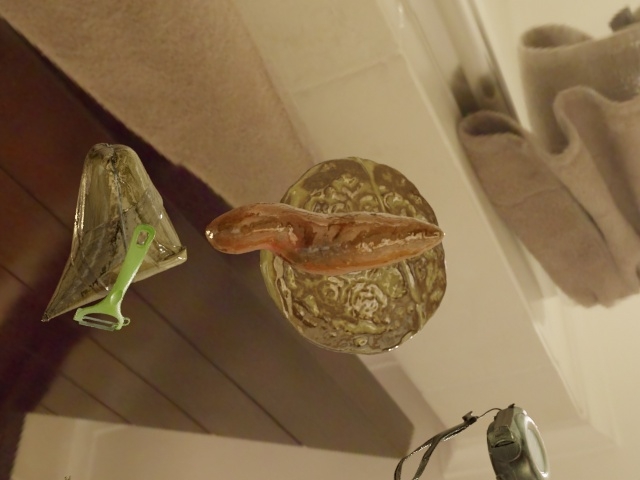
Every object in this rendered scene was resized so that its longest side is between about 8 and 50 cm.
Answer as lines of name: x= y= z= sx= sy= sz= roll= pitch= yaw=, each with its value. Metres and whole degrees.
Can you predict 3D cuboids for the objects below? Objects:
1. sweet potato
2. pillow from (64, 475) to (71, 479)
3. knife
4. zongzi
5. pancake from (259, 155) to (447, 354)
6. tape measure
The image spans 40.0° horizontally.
sweet potato: x=0.000 y=0.000 z=0.724 sx=0.202 sy=0.055 sz=0.058 roll=3 pitch=-93 yaw=8
pillow: x=-0.357 y=0.433 z=1.131 sx=0.050 sy=0.148 sz=0.229 roll=6 pitch=-157 yaw=-2
knife: x=-0.262 y=0.052 z=1.176 sx=0.166 sy=0.078 sz=0.022 roll=-59 pitch=-137 yaw=17
zongzi: x=-0.348 y=-0.015 z=1.309 sx=0.242 sy=0.221 sz=0.112 roll=-26 pitch=-148 yaw=-10
pancake: x=0.043 y=0.021 z=1.084 sx=0.250 sy=0.250 sz=0.031 roll=-53 pitch=-166 yaw=-15
tape measure: x=0.183 y=0.272 z=1.055 sx=0.180 sy=0.107 sz=0.104 roll=-23 pitch=-174 yaw=7
